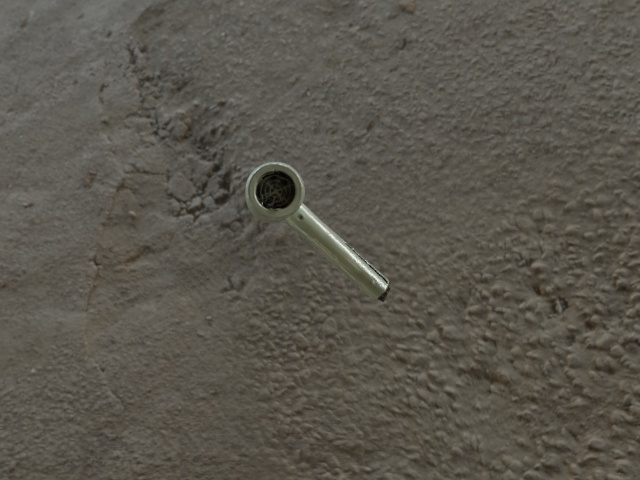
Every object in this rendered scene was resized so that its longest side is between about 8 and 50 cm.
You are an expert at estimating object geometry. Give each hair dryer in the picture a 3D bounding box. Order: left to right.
[{"bbox_3d":[0.000,0.000,0.698,0.073,0.131,0.236,-45,97,-3],"label":"hair dryer"}]
